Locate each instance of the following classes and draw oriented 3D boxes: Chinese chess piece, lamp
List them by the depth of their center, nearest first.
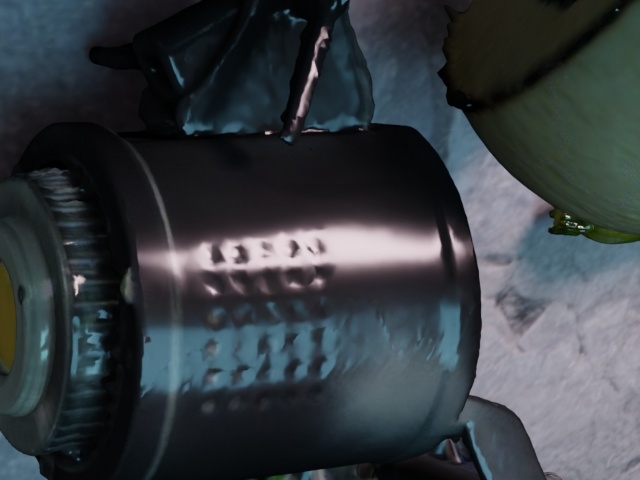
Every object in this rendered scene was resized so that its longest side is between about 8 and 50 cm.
[{"bbox_3d":[-0.057,0.044,1.028,0.272,0.205,0.374,-24,107,-24],"label":"lamp"},{"bbox_3d":[0.220,-0.171,1.053,0.146,0.349,0.349,36,93,-15],"label":"Chinese chess piece"}]

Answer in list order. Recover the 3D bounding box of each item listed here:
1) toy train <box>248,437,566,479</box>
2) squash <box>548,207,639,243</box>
[{"bbox_3d":[0.040,0.257,1.338,0.307,0.173,0.249,-5,131,-41],"label":"toy train"},{"bbox_3d":[0.278,-0.043,1.400,0.258,0.069,0.069,-14,128,-36],"label":"squash"}]
